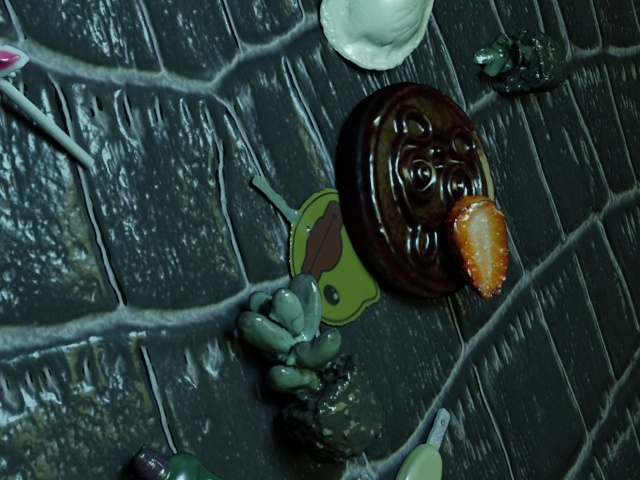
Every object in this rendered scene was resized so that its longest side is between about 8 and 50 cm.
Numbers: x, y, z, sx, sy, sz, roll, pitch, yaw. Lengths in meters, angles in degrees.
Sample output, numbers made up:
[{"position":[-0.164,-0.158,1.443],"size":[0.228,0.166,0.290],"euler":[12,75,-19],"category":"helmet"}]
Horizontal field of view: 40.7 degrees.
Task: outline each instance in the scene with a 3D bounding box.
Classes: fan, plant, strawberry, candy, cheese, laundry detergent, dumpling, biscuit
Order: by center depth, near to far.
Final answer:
[{"position":[-0.395,-0.200,1.006],"size":[0.365,0.124,0.124],"euler":[47,51,-39],"category":"candy"},{"position":[-0.176,0.354,1.111],"size":[0.222,0.078,0.144],"euler":[52,53,-26],"category":"laundry detergent"},{"position":[-0.017,0.190,1.260],"size":[0.146,0.149,0.275],"euler":[-39,106,-43],"category":"plant"},{"position":[-0.001,0.000,1.412],"size":[0.335,0.011,0.230],"euler":[45,53,-32],"category":"fan"},{"position":[0.189,0.379,1.506],"size":[0.097,0.037,0.192],"euler":[50,51,-28],"category":"cheese"},{"position":[0.268,0.011,1.525],"size":[0.121,0.082,0.188],"euler":[-18,108,-26],"category":"strawberry"},{"position":[0.115,-0.391,1.540],"size":[0.215,0.126,0.167],"euler":[-28,118,-48],"category":"dumpling"},{"position":[0.192,-0.093,1.568],"size":[0.407,0.091,0.408],"euler":[12,74,-46],"category":"biscuit"},{"position":[0.433,-0.381,1.843],"size":[0.203,0.142,0.131],"euler":[3,87,-33],"category":"plant"}]
